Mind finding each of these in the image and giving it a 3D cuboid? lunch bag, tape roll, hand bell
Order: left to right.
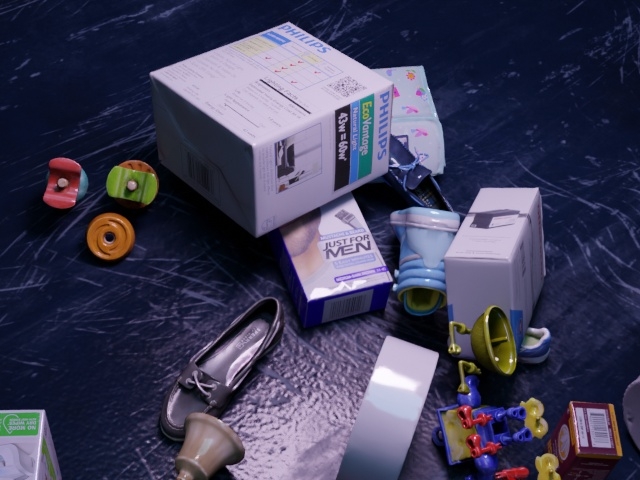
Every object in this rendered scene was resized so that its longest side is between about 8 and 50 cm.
[{"bbox_3d":[-0.243,0.421,1.709,0.126,0.126,0.242,27,48,13],"label":"hand bell"},{"bbox_3d":[0.150,-0.252,2.289,0.223,0.160,0.262,-6,66,-16],"label":"lunch bag"},{"bbox_3d":[0.116,0.313,1.761,0.100,0.286,0.286,18,52,7],"label":"tape roll"}]

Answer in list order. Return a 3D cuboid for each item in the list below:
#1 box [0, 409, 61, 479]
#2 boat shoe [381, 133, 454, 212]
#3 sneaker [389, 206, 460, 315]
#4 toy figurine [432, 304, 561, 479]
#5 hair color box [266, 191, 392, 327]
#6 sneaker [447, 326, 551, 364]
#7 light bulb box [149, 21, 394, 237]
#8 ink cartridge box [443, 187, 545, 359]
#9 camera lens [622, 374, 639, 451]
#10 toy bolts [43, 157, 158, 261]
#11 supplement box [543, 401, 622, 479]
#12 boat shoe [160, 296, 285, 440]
[{"bbox_3d":[-0.487,0.430,1.596,0.126,0.262,0.231,0,53,-7],"label":"box"},{"bbox_3d":[0.211,-0.136,2.177,0.258,0.089,0.109,46,67,-10],"label":"boat shoe"},{"bbox_3d":[0.196,0.046,2.038,0.127,0.319,0.208,7,87,0],"label":"sneaker"},{"bbox_3d":[0.256,0.319,1.811,0.191,0.217,0.363,-8,80,-38],"label":"toy figurine"},{"bbox_3d":[0.000,0.000,2.101,0.185,0.110,0.339,-13,54,-16],"label":"hair color box"},{"bbox_3d":[0.358,0.197,2.012,0.211,0.081,0.080,0,54,-6],"label":"sneaker"},{"bbox_3d":[-0.098,-0.241,2.076,0.361,0.225,0.358,-27,46,-30],"label":"light bulb box"},{"bbox_3d":[0.343,0.058,1.961,0.128,0.223,0.307,2,28,22],"label":"ink cartridge box"},{"bbox_3d":[0.739,0.303,1.894,0.274,0.219,0.219,-20,58,-22],"label":"camera lens"},{"bbox_3d":[-0.467,-0.078,2.110,0.228,0.158,0.218,16,92,-8],"label":"toy bolts"},{"bbox_3d":[0.467,0.380,1.815,0.080,0.188,0.104,5,52,-3],"label":"supplement box"},{"bbox_3d":[-0.185,0.229,1.900,0.112,0.096,0.335,32,55,16],"label":"boat shoe"}]
